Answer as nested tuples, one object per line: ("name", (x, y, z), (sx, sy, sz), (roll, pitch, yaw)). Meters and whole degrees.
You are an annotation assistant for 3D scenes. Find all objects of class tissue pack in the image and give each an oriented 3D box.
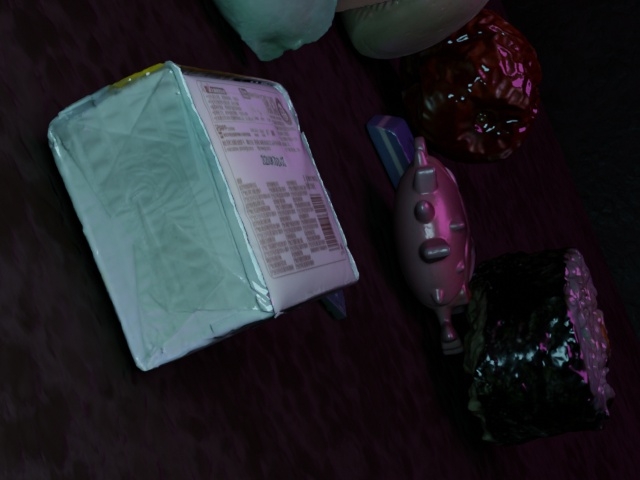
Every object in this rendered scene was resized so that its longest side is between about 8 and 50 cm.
("tissue pack", (-0.079, -0.022, 1.048), (0.185, 0.124, 0.225), (67, 17, 3))

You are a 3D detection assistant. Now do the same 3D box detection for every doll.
("doll", (0.136, 0.005, 1.714), (0.211, 0.093, 0.262), (50, 31, -73))

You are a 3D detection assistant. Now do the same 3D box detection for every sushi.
("sushi", (0.263, 0.126, 1.784), (0.350, 0.170, 0.211), (-66, 138, -69))

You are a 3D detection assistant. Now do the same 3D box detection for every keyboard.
("keyboard", (0.001, -0.001, 1.453), (0.055, 0.014, 0.176), (50, 23, -42))

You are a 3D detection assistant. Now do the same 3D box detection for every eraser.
("eraser", (0.126, -0.064, 1.884), (0.225, 0.036, 0.082), (65, 19, -8))

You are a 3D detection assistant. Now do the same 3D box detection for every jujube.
("jujube", (0.216, -0.225, 2.062), (0.213, 0.213, 0.232), (54, 11, -37))

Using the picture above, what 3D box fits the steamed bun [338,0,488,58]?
("steamed bun", (0.140, -0.348, 1.966), (0.152, 0.238, 0.170), (46, 19, -52))

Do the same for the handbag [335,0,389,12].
("handbag", (0.004, -0.316, 1.537), (0.157, 0.212, 0.059), (50, 47, -40))

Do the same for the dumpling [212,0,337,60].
("dumpling", (-0.060, -0.296, 1.458), (0.217, 0.149, 0.105), (56, -21, -8))
